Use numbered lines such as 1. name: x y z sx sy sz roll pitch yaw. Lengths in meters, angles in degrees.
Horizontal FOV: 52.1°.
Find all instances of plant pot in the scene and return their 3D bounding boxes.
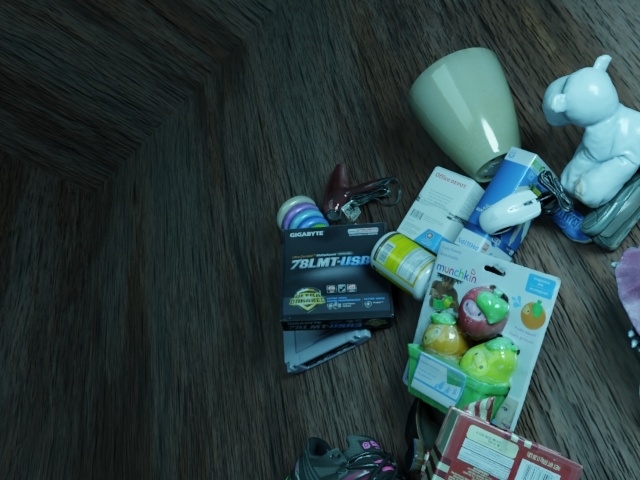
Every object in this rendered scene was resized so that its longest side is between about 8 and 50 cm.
1. plant pot: 0.389 -0.292 1.648 0.256 0.256 0.274 -35 62 28

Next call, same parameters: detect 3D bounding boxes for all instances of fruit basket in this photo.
1. fruit basket: 0.320 0.204 1.408 0.327 0.165 0.353 23 105 51

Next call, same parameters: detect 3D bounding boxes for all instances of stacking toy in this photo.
1. stacking toy: 0.000 0.000 1.964 0.141 0.141 0.330 -52 46 10

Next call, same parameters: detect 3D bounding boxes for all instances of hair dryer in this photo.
1. hair dryer: 0.109 -0.139 1.984 0.223 0.080 0.293 -40 46 0

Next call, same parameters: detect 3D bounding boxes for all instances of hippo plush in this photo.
1. hippo plush: 0.551 -0.222 1.335 0.234 0.236 0.294 -49 12 4

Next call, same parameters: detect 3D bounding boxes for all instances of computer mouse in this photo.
1. computer mouse: 0.436 -0.071 1.414 0.193 0.042 0.106 -26 76 12

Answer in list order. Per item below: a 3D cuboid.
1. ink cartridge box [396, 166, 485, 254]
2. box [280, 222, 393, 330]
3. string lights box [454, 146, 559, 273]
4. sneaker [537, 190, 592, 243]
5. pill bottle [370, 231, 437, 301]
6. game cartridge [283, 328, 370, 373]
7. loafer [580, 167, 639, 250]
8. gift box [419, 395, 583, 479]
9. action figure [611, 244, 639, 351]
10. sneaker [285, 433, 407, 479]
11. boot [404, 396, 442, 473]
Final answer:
1. ink cartridge box: 0.314 -0.070 1.684 0.203 0.086 0.148 -58 39 2
2. box: 0.041 0.095 1.767 0.295 0.073 0.293 -2 58 3
3. string lights box: 0.432 -0.069 1.517 0.076 0.133 0.260 31 92 48
4. sneaker: 0.535 -0.055 1.436 0.058 0.084 0.152 -47 41 15
5. pill bottle: 0.235 0.074 1.635 0.215 0.117 0.117 37 96 35
6. game cartridge: 0.013 0.238 1.848 0.294 0.060 0.196 -31 51 31
7. loafer: 0.657 -0.095 1.352 0.267 0.084 0.096 -48 9 9
8. gift box: 0.320 0.436 1.185 0.255 0.258 0.276 27 81 12
9. action figure: 0.682 0.059 1.062 0.370 0.275 0.248 -34 76 42
10. sneaker: 0.104 0.541 1.459 0.482 0.185 0.202 -1 64 43
11. boot: 0.249 0.440 1.462 0.219 0.106 0.082 -74 3 -57
